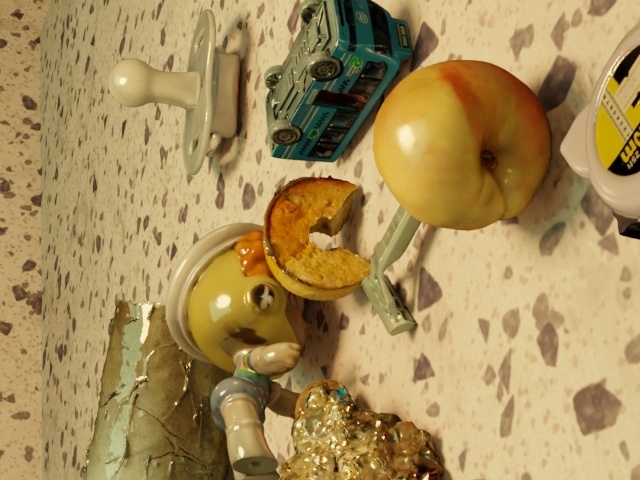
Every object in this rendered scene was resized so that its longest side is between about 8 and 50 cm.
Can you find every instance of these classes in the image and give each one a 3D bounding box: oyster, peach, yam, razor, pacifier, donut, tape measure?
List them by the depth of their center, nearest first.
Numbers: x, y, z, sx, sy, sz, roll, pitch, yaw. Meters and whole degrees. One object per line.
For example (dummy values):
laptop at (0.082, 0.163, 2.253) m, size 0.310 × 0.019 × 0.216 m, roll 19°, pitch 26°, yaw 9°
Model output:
tape measure at (0.292, -0.091, 0.892) m, size 0.178 × 0.105 × 0.196 m, roll -99°, pitch 30°, yaw -47°
peach at (0.141, -0.099, 1.126) m, size 0.184 × 0.184 × 0.184 m, roll -173°, pitch 90°, yaw -65°
oyster at (0.045, 0.274, 1.274) m, size 0.198 × 0.092 × 0.260 m, roll -28°, pitch 44°, yaw 12°
razor at (0.111, -0.031, 1.312) m, size 0.111 × 0.056 × 0.278 m, roll -118°, pitch 42°, yaw -54°
donut at (-0.011, 0.002, 1.472) m, size 0.078 × 0.146 × 0.181 m, roll 109°, pitch 153°, yaw -56°
yam at (-0.255, 0.269, 1.799) m, size 0.241 × 0.240 × 0.348 m, roll 7°, pitch 89°, yaw 65°
pacifier at (-0.265, -0.267, 1.979) m, size 0.244 × 0.233 × 0.300 m, roll 153°, pitch 121°, yaw -65°

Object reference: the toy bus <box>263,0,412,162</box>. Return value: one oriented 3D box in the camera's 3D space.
toy bus at (0.013, -0.214, 1.481) m, size 0.246 × 0.134 × 0.114 m, roll 126°, pitch 145°, yaw -49°

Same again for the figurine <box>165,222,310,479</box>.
figurine at (-0.111, 0.143, 1.498) m, size 0.382 × 0.205 × 0.225 m, roll -94°, pitch -4°, yaw -55°

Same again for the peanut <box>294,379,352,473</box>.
peanut at (0.006, 0.288, 1.398) m, size 0.095 × 0.108 × 0.226 m, roll 151°, pitch 125°, yaw -66°
